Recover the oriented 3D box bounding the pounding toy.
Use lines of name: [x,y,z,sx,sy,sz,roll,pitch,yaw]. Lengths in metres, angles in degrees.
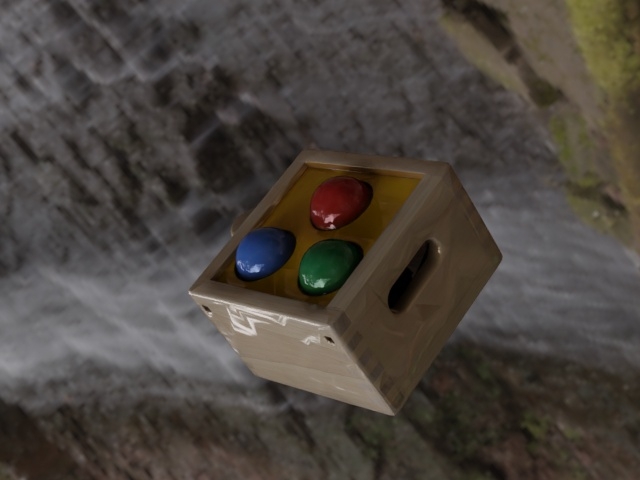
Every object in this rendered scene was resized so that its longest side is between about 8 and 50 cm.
pounding toy: [0.001,-0.007,0.827,0.206,0.181,0.094,10,144,46]
